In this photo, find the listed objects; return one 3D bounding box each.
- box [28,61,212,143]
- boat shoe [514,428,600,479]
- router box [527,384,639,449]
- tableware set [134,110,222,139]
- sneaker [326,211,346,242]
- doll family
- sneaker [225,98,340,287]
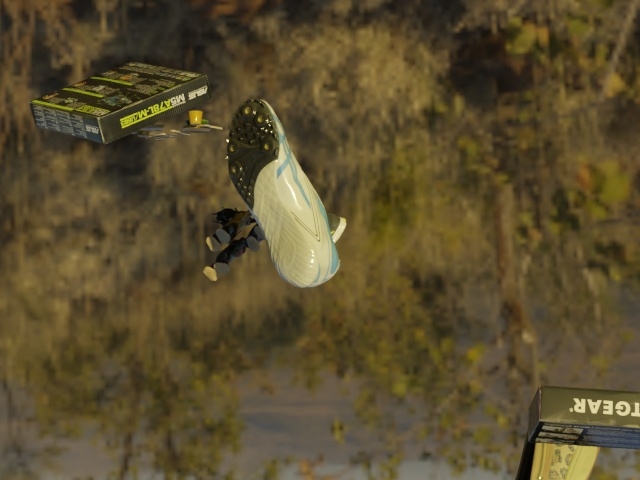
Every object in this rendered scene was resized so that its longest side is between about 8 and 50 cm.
[{"bbox_3d":[-0.279,-0.195,1.930,0.184,0.045,0.190,-30,-151,-33],"label":"box"},{"bbox_3d":[0.248,0.339,1.693,0.089,0.285,0.104,31,152,-2],"label":"boat shoe"},{"bbox_3d":[0.332,0.205,1.584,0.179,0.046,0.133,3,162,4],"label":"router box"},{"bbox_3d":[-0.238,-0.183,2.175,0.154,0.024,0.104,-5,173,38],"label":"tableware set"},{"bbox_3d":[0.000,0.000,1.829,0.035,0.083,0.031,33,169,-21],"label":"sneaker"},{"bbox_3d":[-0.093,-0.029,1.886,0.193,0.076,0.111,-34,-173,27],"label":"doll family"},{"bbox_3d":[-0.045,-0.057,1.665,0.085,0.237,0.086,-22,176,29],"label":"sneaker"}]
